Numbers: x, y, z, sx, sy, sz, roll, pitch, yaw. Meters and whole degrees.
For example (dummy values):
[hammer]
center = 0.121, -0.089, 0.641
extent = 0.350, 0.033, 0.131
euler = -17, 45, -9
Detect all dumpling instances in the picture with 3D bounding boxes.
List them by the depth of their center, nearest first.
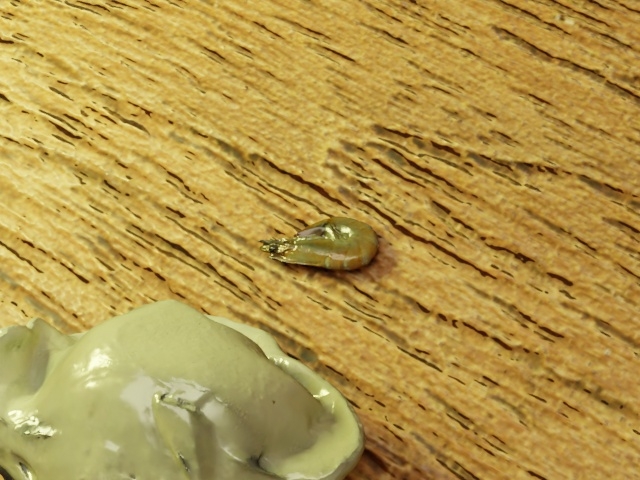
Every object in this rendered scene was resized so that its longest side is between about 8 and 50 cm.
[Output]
[dumpling]
center = -0.117, 0.143, 1.068
extent = 0.318, 0.187, 0.243
euler = 11, 24, 7

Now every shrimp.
[shrimp]
center = 0.000, 0.000, 1.180
extent = 0.108, 0.023, 0.059
euler = 7, 53, 14
